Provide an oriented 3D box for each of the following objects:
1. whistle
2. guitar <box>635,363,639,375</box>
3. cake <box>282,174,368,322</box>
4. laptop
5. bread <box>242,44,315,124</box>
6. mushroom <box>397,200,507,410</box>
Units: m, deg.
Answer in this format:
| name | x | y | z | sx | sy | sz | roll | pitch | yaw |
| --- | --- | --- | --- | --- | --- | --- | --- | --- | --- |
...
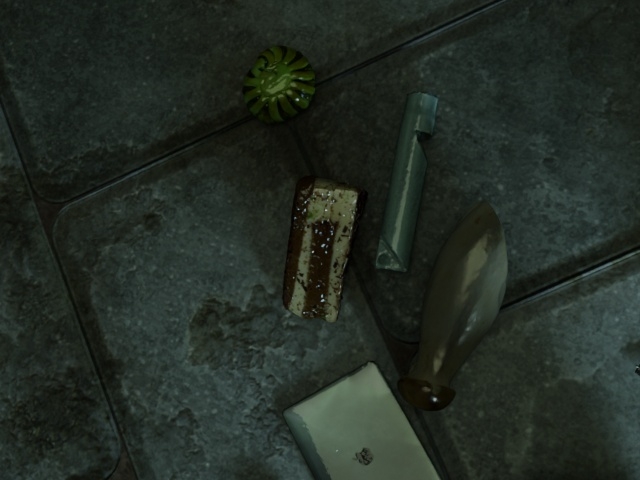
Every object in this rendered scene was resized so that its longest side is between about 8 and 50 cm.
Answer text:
| name | x | y | z | sx | sy | sz | roll | pitch | yaw |
| --- | --- | --- | --- | --- | --- | --- | --- | --- | --- |
| whistle | 0.149 | -0.100 | 1.313 | 0.062 | 0.062 | 0.312 | 10 | 83 | 10 |
| guitar | 0.582 | 0.124 | 1.233 | 0.088 | 0.025 | 0.233 | 38 | 88 | 11 |
| cake | -0.003 | 0.010 | 1.281 | 0.112 | 0.135 | 0.246 | 13 | 84 | 9 |
| laptop | 0.075 | 0.360 | 1.276 | 0.188 | 0.015 | 0.269 | -30 | 78 | 3 |
| bread | -0.077 | -0.281 | 1.371 | 0.139 | 0.071 | 0.130 | -38 | 82 | 1 |
| mushroom | 0.222 | 0.107 | 1.239 | 0.128 | 0.128 | 0.350 | 21 | 87 | 11 |
